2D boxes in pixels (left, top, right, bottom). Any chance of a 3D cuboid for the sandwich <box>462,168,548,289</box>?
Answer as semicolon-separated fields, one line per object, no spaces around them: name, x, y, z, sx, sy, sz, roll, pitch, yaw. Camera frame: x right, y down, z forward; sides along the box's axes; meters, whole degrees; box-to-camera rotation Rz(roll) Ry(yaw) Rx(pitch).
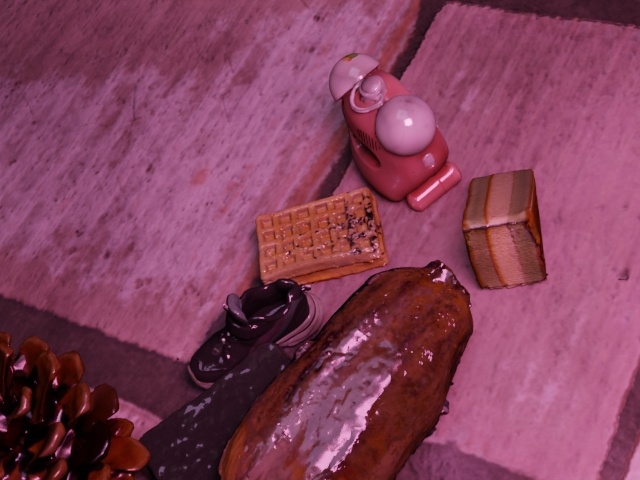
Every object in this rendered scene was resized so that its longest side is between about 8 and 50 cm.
sandwich;0.198;-0.045;1.229;0.079;0.113;0.163;-8;51;14

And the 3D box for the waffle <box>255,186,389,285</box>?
waffle;0.000;-0.001;1.314;0.148;0.042;0.102;-14;51;9

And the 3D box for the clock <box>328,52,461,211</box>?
clock;0.077;-0.127;1.307;0.092;0.162;0.166;-36;50;-6

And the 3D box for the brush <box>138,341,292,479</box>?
brush;-0.088;0.204;1.178;0.197;0.059;0.123;-37;49;-11

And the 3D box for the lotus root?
lotus root;0.044;0.153;1.111;0.167;0.078;0.329;38;73;0

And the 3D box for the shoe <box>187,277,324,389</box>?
shoe;-0.081;0.092;1.236;0.169;0.099;0.071;-32;52;-5

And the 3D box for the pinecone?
pinecone;-0.315;0.209;1.137;0.264;0.264;0.264;-10;51;13
